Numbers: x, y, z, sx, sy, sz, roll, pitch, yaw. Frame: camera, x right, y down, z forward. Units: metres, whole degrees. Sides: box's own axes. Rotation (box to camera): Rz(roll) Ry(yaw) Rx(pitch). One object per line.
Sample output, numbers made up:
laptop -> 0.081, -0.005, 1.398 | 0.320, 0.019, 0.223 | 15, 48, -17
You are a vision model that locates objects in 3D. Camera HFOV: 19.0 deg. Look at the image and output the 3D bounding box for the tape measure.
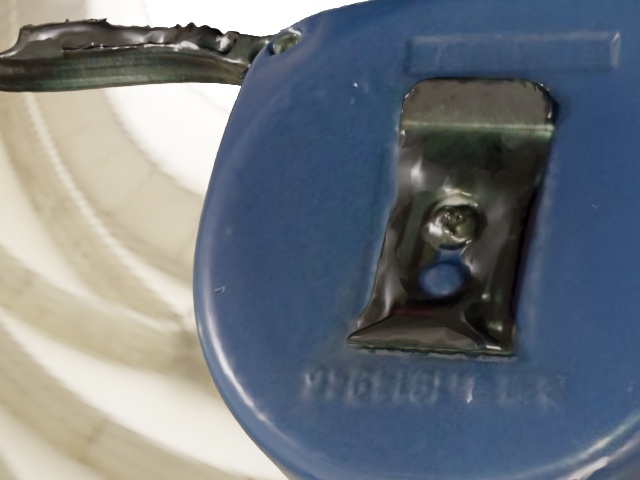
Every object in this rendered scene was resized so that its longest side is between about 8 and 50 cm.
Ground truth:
tape measure -> 0.000, 0.000, 0.676 | 0.351, 0.215, 0.098 | 0, 153, 23
